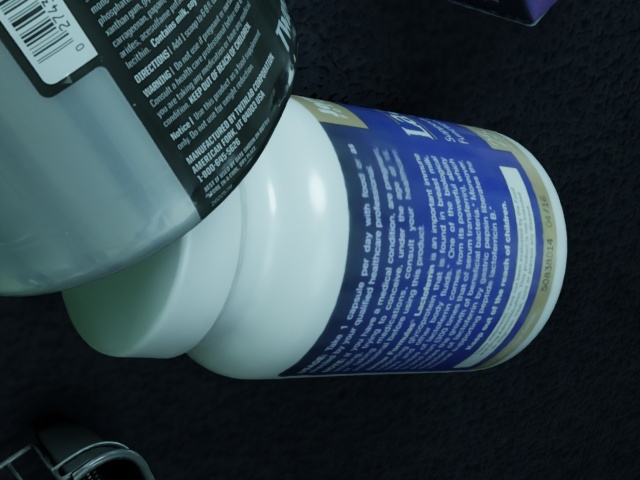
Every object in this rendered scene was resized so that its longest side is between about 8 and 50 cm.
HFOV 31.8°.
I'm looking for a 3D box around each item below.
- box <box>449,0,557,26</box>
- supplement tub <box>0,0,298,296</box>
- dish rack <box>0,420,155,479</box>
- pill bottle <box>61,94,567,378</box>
[{"bbox_3d":[0.095,-0.249,0.602,0.153,0.108,0.207,-46,134,-11],"label":"box"},{"bbox_3d":[-0.150,-0.144,0.390,0.193,0.193,0.316,-43,132,-15],"label":"supplement tub"},{"bbox_3d":[-0.199,0.240,0.630,0.271,0.074,0.208,-34,129,-22],"label":"dish rack"},{"bbox_3d":[0.000,0.000,0.618,0.265,0.153,0.153,4,109,-42],"label":"pill bottle"}]
